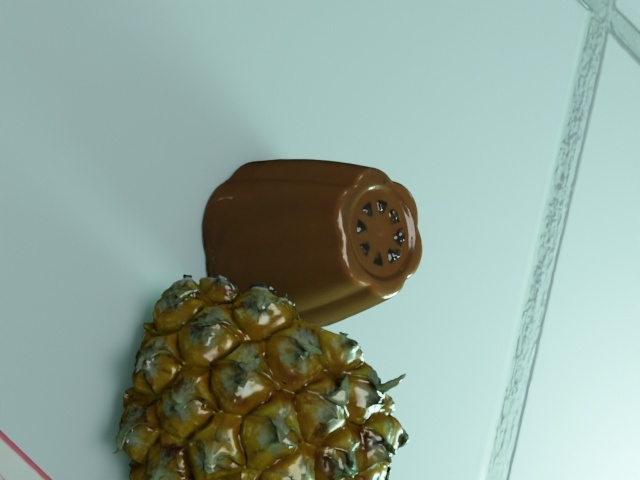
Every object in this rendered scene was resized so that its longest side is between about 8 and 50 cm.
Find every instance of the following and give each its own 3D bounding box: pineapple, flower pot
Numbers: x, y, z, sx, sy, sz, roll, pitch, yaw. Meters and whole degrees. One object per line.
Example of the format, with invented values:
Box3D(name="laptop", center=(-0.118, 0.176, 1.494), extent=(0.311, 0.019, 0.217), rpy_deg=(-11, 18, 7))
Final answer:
Box3D(name="pineapple", center=(-0.048, 0.234, 1.398), extent=(0.344, 0.209, 0.286), rpy_deg=(49, 53, -31))
Box3D(name="flower pot", center=(0.000, 0.000, 1.506), extent=(0.190, 0.173, 0.191), rpy_deg=(8, 78, -42))

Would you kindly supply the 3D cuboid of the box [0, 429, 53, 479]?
Box3D(name="box", center=(-0.336, 0.284, 1.015), extent=(0.312, 0.300, 0.314), rpy_deg=(48, 54, -19))
